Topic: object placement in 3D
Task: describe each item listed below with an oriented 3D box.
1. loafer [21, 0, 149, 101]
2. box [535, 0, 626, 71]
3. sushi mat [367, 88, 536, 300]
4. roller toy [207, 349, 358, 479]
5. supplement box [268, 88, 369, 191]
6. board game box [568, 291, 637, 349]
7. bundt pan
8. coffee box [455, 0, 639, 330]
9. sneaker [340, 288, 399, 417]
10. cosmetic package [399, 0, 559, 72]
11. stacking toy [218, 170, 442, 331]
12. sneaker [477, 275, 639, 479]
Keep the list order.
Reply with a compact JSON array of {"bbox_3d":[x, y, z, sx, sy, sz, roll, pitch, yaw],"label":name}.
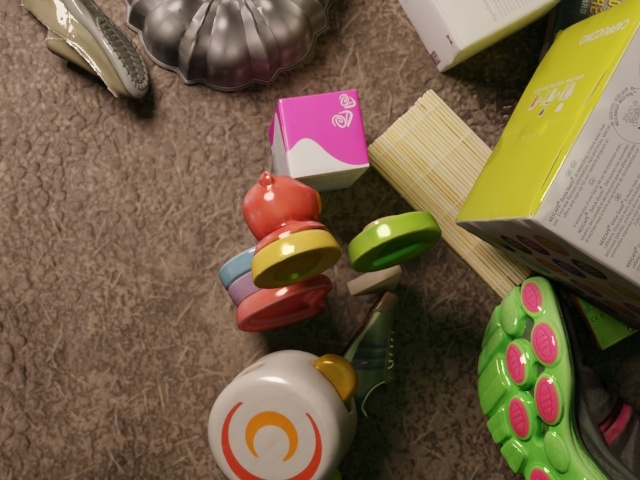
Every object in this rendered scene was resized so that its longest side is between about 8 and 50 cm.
[{"bbox_3d":[-0.346,-0.294,1.695,0.087,0.094,0.251,-41,80,18],"label":"loafer"},{"bbox_3d":[0.440,-0.335,1.773,0.183,0.056,0.231,14,85,-3],"label":"box"},{"bbox_3d":[0.223,-0.069,1.754,0.316,0.019,0.151,45,83,0],"label":"sushi mat"},{"bbox_3d":[-0.049,0.254,1.627,0.191,0.146,0.209,8,103,13],"label":"roller toy"},{"bbox_3d":[-0.006,-0.132,1.636,0.113,0.220,0.111,-9,87,-5],"label":"supplement box"},{"bbox_3d":[0.415,0.021,1.742,0.124,0.039,0.260,-27,96,-11],"label":"board game box"},{"bbox_3d":[-0.133,-0.391,1.694,0.330,0.124,0.331,0,85,-6],"label":"bundt pan"},{"bbox_3d":[0.435,-0.089,1.560,0.334,0.337,0.338,30,85,-8],"label":"coffee box"},{"bbox_3d":[0.080,0.173,1.703,0.086,0.064,0.192,33,90,-2],"label":"sneaker"},{"bbox_3d":[0.232,-0.366,1.709,0.183,0.151,0.151,-29,89,-8],"label":"cosmetic package"},{"bbox_3d":[0.000,0.000,1.608,0.279,0.309,0.130,-14,71,-21],"label":"stacking toy"},{"bbox_3d":[0.381,0.285,1.686,0.202,0.185,0.483,-9,75,-44],"label":"sneaker"}]
